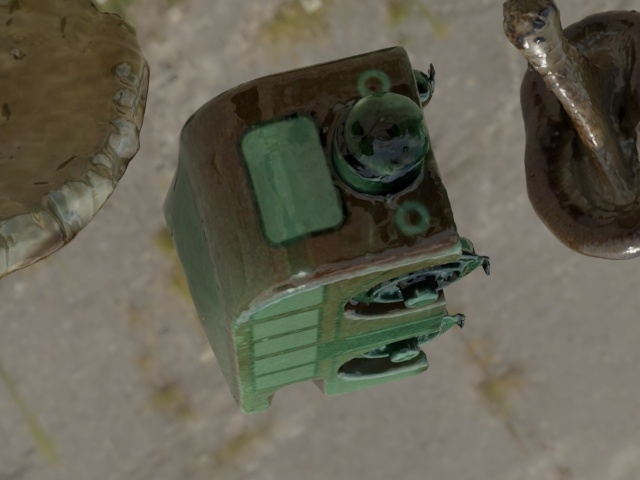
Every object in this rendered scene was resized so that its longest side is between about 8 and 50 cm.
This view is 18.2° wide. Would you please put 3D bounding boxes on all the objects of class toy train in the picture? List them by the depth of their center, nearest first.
[{"bbox_3d":[0.000,0.000,1.095,0.159,0.129,0.326,-16,165,-6],"label":"toy train"}]

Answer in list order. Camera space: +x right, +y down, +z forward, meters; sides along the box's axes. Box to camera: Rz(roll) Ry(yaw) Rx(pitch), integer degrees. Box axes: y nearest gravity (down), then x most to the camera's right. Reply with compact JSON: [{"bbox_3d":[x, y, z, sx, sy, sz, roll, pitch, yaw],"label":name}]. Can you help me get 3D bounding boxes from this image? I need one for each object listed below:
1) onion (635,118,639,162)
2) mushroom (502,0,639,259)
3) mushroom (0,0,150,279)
[{"bbox_3d":[0.331,-0.007,1.032,0.260,0.337,0.282,-35,134,8],"label":"onion"},{"bbox_3d":[0.198,-0.110,1.562,0.148,0.227,0.217,-23,149,20],"label":"mushroom"},{"bbox_3d":[-0.182,-0.098,0.560,0.208,0.233,0.302,-46,154,-5],"label":"mushroom"}]
